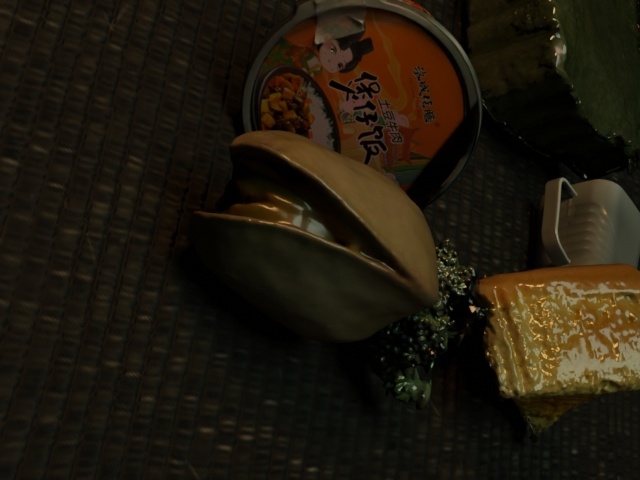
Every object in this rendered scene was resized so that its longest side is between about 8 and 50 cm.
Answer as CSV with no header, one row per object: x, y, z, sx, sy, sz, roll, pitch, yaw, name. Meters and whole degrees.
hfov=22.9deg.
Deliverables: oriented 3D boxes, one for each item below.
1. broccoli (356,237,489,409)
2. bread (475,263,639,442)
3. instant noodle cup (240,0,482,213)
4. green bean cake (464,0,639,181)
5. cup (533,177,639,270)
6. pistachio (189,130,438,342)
0.085,0.061,1.272,0.122,0.118,0.204,49,7,17,broccoli
0.186,0.099,1.409,0.169,0.160,0.140,0,70,-24,bread
0.037,-0.117,1.208,0.125,0.178,0.208,-72,168,-64,instant noodle cup
0.247,-0.205,1.622,0.241,0.132,0.255,29,53,-50,green bean cake
0.258,0.005,1.571,0.128,0.095,0.129,49,39,-35,cup
0.000,0.000,1.105,0.206,0.131,0.129,31,75,-46,pistachio
